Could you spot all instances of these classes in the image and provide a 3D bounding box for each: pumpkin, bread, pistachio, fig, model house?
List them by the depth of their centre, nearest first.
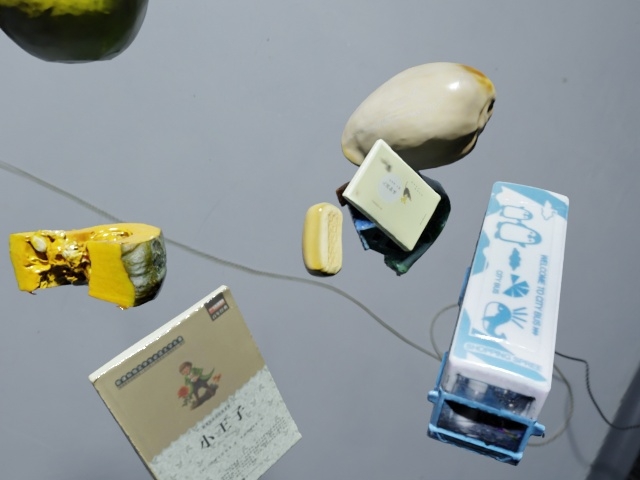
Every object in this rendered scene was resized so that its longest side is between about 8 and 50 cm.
[{"bbox_3d":[-0.214,-0.225,0.519,0.136,0.120,0.153,31,117,-26],"label":"fig"},{"bbox_3d":[0.134,-0.165,0.827,0.215,0.144,0.143,-14,102,26],"label":"pistachio"},{"bbox_3d":[0.098,-0.046,0.930,0.149,0.119,0.148,22,124,-23],"label":"model house"},{"bbox_3d":[-0.446,0.051,1.192,0.281,0.190,0.139,-9,112,-31],"label":"pumpkin"},{"bbox_3d":[0.000,0.000,1.751,0.098,0.147,0.217,-3,81,28],"label":"bread"}]

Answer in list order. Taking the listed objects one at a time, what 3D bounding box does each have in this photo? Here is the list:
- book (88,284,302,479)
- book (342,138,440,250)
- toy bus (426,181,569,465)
[{"bbox_3d":[-0.102,0.157,0.548,0.139,0.016,0.198,-36,120,-28],"label":"book"},{"bbox_3d":[0.083,-0.049,0.676,0.111,0.014,0.077,39,75,-28],"label":"book"},{"bbox_3d":[0.196,0.072,0.643,0.106,0.297,0.130,15,133,14],"label":"toy bus"}]
